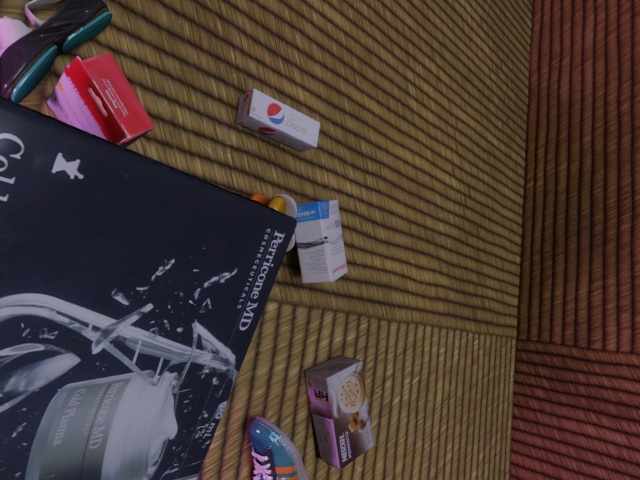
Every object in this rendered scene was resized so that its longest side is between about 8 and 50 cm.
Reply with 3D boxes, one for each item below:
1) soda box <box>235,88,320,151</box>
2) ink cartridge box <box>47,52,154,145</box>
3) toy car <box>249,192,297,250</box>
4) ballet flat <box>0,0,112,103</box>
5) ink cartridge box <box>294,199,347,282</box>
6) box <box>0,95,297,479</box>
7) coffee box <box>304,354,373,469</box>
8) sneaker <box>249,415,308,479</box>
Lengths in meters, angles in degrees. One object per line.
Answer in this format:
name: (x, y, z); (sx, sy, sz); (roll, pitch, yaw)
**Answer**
soda box: (-0.105, -0.301, 1.077); (0.216, 0.069, 0.074); (15, 77, -39)
ink cartridge box: (-0.375, -0.223, 0.723); (0.078, 0.231, 0.134); (-41, 114, -35)
toy car: (-0.138, -0.025, 0.987); (0.159, 0.136, 0.182); (-59, 158, -59)
ballet flat: (-0.486, -0.353, 0.735); (0.096, 0.095, 0.280); (38, 53, -23)
ink cartridge box: (0.000, 0.000, 1.106); (0.148, 0.086, 0.203); (-17, 99, -69)
box: (-0.356, 0.094, 0.559); (0.472, 0.297, 0.480); (20, 92, -51)
coffee box: (0.051, 0.460, 1.148); (0.141, 0.098, 0.246); (-10, 94, -41)
sneaker: (-0.109, 0.562, 0.993); (0.121, 0.108, 0.302); (-36, 112, -42)
